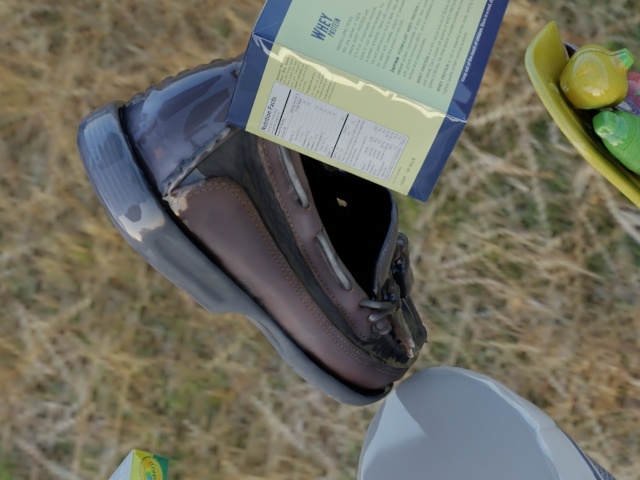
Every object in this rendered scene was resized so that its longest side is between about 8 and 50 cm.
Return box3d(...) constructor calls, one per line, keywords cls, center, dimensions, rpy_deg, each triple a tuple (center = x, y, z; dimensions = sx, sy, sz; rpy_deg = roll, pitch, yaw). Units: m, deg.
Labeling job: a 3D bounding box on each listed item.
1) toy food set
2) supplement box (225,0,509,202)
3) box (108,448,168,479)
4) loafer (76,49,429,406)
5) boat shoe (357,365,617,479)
box3d(cls="toy food set", center=(0.237, -0.088, 1.312), dimensions=(0.071, 0.218, 0.128), rpy_deg=(-35, 43, 22))
box3d(cls="supplement box", center=(0.019, -0.074, 0.680), dimensions=(0.056, 0.083, 0.083), rpy_deg=(113, 178, -55))
box3d(cls="box", center=(-0.185, 0.299, 1.703), dimensions=(0.105, 0.043, 0.179), rpy_deg=(129, 153, -47))
box3d(cls="loafer", center=(0.000, 0.000, 0.862), dimensions=(0.095, 0.302, 0.109), rpy_deg=(-33, 61, 12))
box3d(cls="boat shoe", center=(0.151, 0.197, 0.898), dimensions=(0.127, 0.158, 0.340), rpy_deg=(-51, 39, 9))
